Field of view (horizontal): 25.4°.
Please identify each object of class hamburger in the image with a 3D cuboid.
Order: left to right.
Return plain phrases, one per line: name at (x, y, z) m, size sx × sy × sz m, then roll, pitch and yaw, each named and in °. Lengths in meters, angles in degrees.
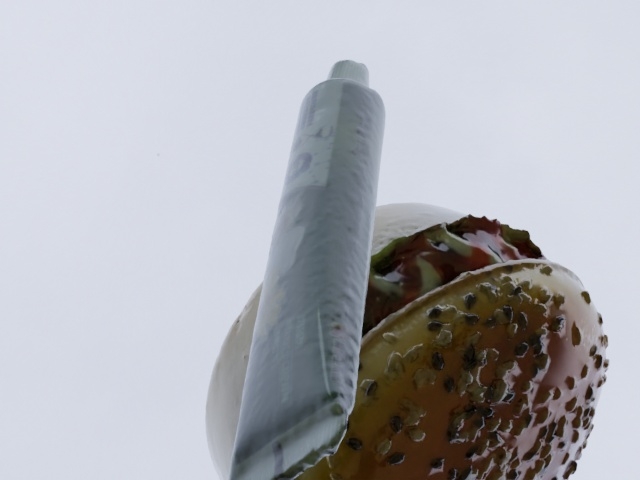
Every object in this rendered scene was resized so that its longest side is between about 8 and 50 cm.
hamburger at (0.064, 0.120, 0.954) m, size 0.300 × 0.176 × 0.300 m, roll -21°, pitch -51°, yaw -28°

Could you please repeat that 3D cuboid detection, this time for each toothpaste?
toothpaste at (0.000, 0.000, 0.463) m, size 0.031 × 0.204 × 0.049 m, roll 38°, pitch -56°, yaw -22°
